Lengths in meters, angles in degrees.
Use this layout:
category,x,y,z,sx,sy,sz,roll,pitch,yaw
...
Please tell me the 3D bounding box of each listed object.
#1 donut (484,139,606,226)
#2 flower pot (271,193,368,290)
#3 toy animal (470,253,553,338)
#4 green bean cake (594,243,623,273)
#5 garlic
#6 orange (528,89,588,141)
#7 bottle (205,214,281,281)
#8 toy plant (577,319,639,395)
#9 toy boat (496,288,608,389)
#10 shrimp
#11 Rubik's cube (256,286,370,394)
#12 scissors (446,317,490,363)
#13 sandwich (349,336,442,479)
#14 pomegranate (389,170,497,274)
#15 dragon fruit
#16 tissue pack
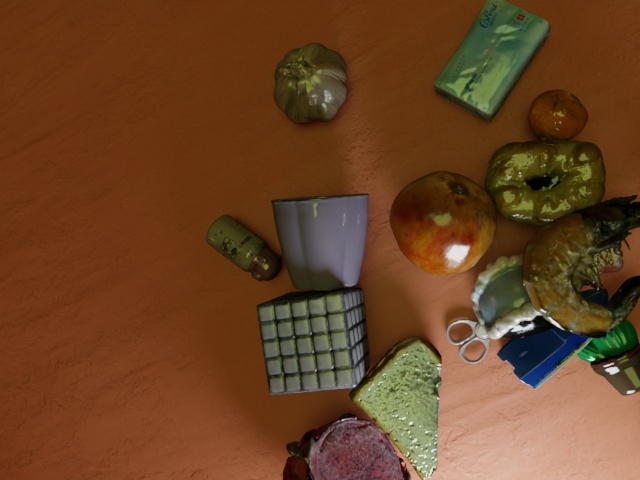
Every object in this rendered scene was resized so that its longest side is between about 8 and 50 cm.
category,x,y,z,sx,sy,sz,roll,pitch,yaw
donut,0.540,-0.138,1.120,0.261,0.128,0.208,5,91,16
flower pot,0.000,0.000,1.216,0.265,0.265,0.243,1,96,16
toy animal,0.467,0.128,1.096,0.208,0.156,0.204,-22,54,13
green bean cake,0.654,0.015,1.121,0.135,0.056,0.136,-6,87,17
garlic,-0.032,-0.441,1.281,0.228,0.152,0.228,0,89,9
orange,0.572,-0.301,1.116,0.117,0.135,0.135,-38,78,36
bottle,-0.218,0.029,1.344,0.233,0.110,0.110,36,98,14
toy plant,0.689,0.261,1.088,0.143,0.105,0.200,-39,58,32
toy boat,0.582,0.223,1.115,0.295,0.088,0.129,-45,38,7
shrimp,0.638,0.040,1.011,0.445,0.085,0.272,-27,87,-16
Rubik's cube,-0.007,0.254,1.211,0.237,0.237,0.238,-9,87,14
scissors,0.449,0.216,1.187,0.242,0.030,0.118,-36,75,11
sandwich,0.249,0.415,1.176,0.254,0.099,0.288,-40,80,-6
pomegranate,0.294,-0.035,1.145,0.252,0.229,0.270,38,142,12
dragon fruit,0.034,0.619,1.201,0.314,0.296,0.263,49,136,9
tissue pack,0.436,-0.465,1.178,0.177,0.089,0.263,35,97,16
